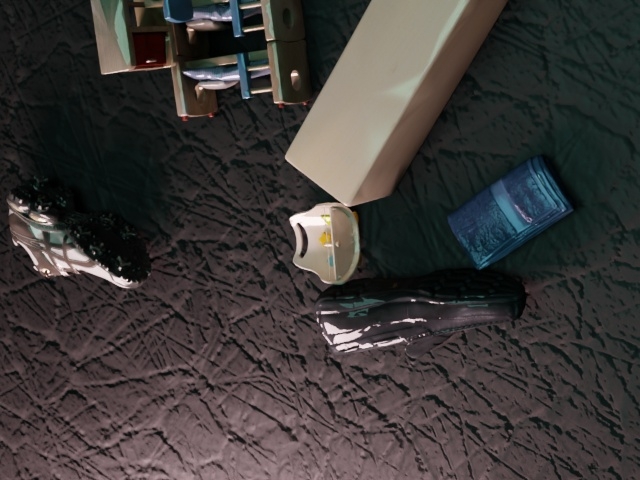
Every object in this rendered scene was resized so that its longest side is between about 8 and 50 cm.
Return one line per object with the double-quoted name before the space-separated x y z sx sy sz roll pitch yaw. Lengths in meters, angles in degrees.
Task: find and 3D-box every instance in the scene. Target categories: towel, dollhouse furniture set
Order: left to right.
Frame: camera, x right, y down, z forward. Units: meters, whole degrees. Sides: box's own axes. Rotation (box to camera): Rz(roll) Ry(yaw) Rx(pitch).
"dollhouse furniture set" -0.113 -0.186 1.462 0.129 0.184 0.129 -5 96 29
"towel" 0.181 -0.027 1.421 0.119 0.029 0.067 -36 80 29

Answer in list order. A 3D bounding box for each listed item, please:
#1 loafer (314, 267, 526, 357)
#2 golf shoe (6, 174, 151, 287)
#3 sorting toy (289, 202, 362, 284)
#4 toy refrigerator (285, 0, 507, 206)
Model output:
"loafer" 0.100 0.076 1.461 0.223 0.076 0.078 -6 110 28
"golf shoe" -0.271 0.010 1.654 0.198 0.077 0.094 34 127 24
"sorting toy" 0.000 0.000 1.518 0.075 0.045 0.083 1 100 36
"toy refrigerator" 0.077 -0.172 1.411 0.094 0.102 0.269 38 114 18
